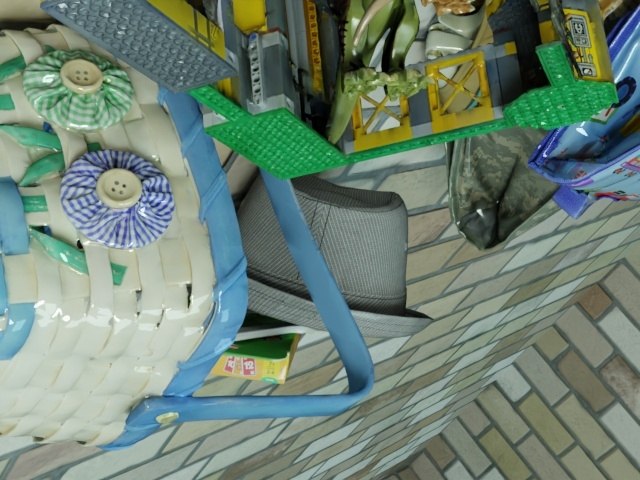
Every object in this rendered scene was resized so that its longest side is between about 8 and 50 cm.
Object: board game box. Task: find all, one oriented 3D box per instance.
[{"bbox_3d":[-0.082,0.084,0.882,0.259,0.124,0.039,-51,148,-86],"label":"board game box"}]

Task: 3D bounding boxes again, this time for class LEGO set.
[{"bbox_3d":[0.010,-0.171,0.463,0.254,0.192,0.331,-14,162,29],"label":"LEGO set"}]

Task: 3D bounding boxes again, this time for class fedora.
[{"bbox_3d":[0.000,0.000,0.891,0.275,0.243,0.124,-13,118,-79],"label":"fedora"}]

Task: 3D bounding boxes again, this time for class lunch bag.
[{"bbox_3d":[0.260,-0.135,1.019,0.235,0.169,0.287,-33,157,-34],"label":"lunch bag"},{"bbox_3d":[0.306,-0.122,0.768,0.293,0.138,0.221,-48,157,23],"label":"lunch bag"}]

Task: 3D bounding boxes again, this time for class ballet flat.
[{"bbox_3d":[0.133,-0.189,0.854,0.073,0.080,0.232,9,155,-11],"label":"ballet flat"}]

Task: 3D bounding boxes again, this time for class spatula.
[{"bbox_3d":[-0.090,0.065,0.850,0.242,0.168,0.019,-2,107,-51],"label":"spatula"}]

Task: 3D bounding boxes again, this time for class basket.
[{"bbox_3d":[-0.112,0.001,0.577,0.289,0.255,0.201,2,144,-47],"label":"basket"}]

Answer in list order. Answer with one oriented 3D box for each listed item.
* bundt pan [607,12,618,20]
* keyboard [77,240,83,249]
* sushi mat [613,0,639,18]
[{"bbox_3d":[0.292,-0.337,0.723,0.330,0.124,0.331,-32,160,-14],"label":"bundt pan"},{"bbox_3d":[-0.260,0.068,0.792,0.201,0.033,0.317,-22,154,-37],"label":"keyboard"},{"bbox_3d":[0.239,-0.229,0.656,0.151,0.019,0.316,-48,158,22],"label":"sushi mat"}]
